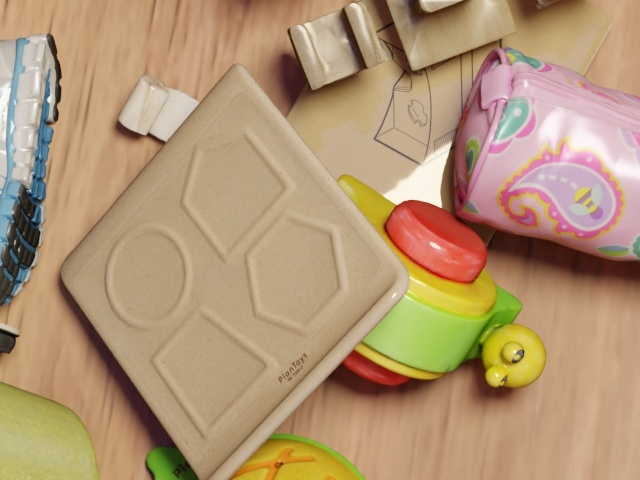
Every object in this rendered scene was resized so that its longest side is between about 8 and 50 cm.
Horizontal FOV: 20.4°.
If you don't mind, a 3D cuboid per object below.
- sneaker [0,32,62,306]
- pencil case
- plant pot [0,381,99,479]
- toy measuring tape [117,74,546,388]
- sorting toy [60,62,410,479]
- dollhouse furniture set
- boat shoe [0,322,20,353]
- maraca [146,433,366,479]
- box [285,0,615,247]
[{"bbox_3d":[-0.224,-0.047,1.183,0.083,0.071,0.191,3,71,6],"label":"sneaker"},{"bbox_3d":[0.227,-0.038,1.147,0.284,0.124,0.124,15,79,-4],"label":"pencil case"},{"bbox_3d":[-0.278,0.159,1.032,0.254,0.276,0.276,16,77,-33],"label":"plant pot"},{"bbox_3d":[0.000,0.000,1.143,0.330,0.121,0.121,33,81,5],"label":"toy measuring tape"},{"bbox_3d":[-0.056,0.023,1.116,0.193,0.038,0.208,-47,59,19],"label":"sorting toy"},{"bbox_3d":[0.052,-0.239,1.190,0.212,0.161,0.242,-21,95,0],"label":"dollhouse furniture set"},{"bbox_3d":[-0.262,0.065,1.165,0.133,0.049,0.042,4,75,7],"label":"boat shoe"},{"bbox_3d":[-0.037,0.176,1.128,0.127,0.099,0.185,-44,57,-10],"label":"maraca"},{"bbox_3d":[0.082,-0.106,1.218,0.164,0.021,0.201,30,81,4],"label":"box"}]
